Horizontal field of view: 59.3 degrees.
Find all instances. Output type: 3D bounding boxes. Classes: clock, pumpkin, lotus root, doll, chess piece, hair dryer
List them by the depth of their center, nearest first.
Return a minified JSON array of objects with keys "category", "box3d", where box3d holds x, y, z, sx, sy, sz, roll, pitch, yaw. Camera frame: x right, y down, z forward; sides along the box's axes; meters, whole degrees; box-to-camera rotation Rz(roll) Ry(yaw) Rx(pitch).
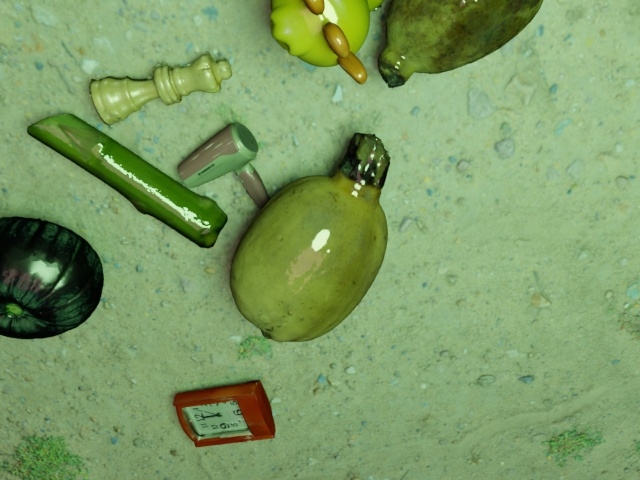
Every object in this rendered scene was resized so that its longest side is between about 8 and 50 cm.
[{"category":"doll","box3d":[0.011,-0.241,0.577,0.135,0.221,0.143,-24,114,16]},{"category":"lotus root","box3d":[0.147,-0.258,0.623,0.214,0.138,0.138,-35,115,18]},{"category":"chess piece","box3d":[-0.193,-0.192,0.695,0.172,0.060,0.060,-15,119,4]},{"category":"lotus root","box3d":[0.000,0.000,0.743,0.183,0.182,0.310,29,108,-16]},{"category":"hair dryer","box3d":[-0.106,-0.076,0.768,0.106,0.054,0.154,-32,120,21]},{"category":"pumpkin","box3d":[-0.404,0.051,0.782,0.202,0.140,0.202,-1,135,-1]},{"category":"clock","box3d":[-0.165,0.295,0.971,0.155,0.061,0.113,-11,119,9]}]

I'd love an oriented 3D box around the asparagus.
[{"category":"asparagus","box3d":[-0.250,-0.085,0.753,0.278,0.060,0.067,37,132,-20]}]
